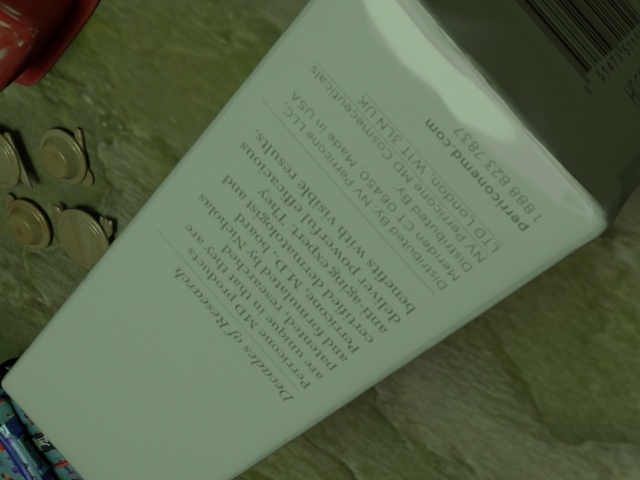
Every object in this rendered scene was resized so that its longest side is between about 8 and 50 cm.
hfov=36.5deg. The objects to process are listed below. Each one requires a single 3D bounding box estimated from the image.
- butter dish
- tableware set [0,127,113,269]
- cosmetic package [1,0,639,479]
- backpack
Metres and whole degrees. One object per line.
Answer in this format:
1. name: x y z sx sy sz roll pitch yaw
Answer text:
1. butter dish: -0.284 -0.177 0.772 0.160 0.118 0.160 34 136 -22
2. tableware set: -0.264 -0.043 0.923 0.168 0.020 0.141 9 122 31
3. cosmetic package: 0.000 0.000 0.616 0.161 0.230 0.453 49 133 1
4. backpack: -0.275 0.193 1.003 0.173 0.117 0.158 -18 105 38
